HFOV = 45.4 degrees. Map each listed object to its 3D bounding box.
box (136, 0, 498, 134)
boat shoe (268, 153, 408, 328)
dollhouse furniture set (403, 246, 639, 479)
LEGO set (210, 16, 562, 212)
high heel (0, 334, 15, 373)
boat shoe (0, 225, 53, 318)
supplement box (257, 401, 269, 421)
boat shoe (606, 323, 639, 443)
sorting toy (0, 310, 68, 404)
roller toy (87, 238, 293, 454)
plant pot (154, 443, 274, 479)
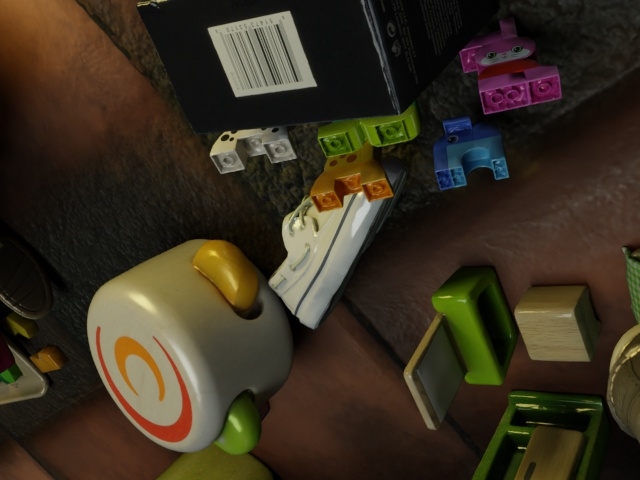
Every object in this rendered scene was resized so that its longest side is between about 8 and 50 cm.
[{"bbox_3d":[0.005,-0.144,0.474,0.156,0.158,0.093,1,125,36],"label":"box"},{"bbox_3d":[0.000,0.000,0.656,0.076,0.083,0.226,34,138,7],"label":"boat shoe"},{"bbox_3d":[0.229,0.126,0.544,0.301,0.151,0.197,-5,121,38],"label":"dollhouse furniture set"},{"bbox_3d":[0.048,-0.086,0.539,0.227,0.093,0.087,-10,138,16],"label":"LEGO set"},{"bbox_3d":[-0.523,0.032,1.072,0.127,0.181,0.377,24,113,39],"label":"high heel"},{"bbox_3d":[-0.423,0.028,1.015,0.190,0.068,0.072,53,150,1],"label":"boat shoe"},{"bbox_3d":[-0.098,0.182,0.913,0.055,0.043,0.083,14,132,26],"label":"supplement box"},{"bbox_3d":[0.338,0.112,0.427,0.335,0.095,0.112,5,108,12],"label":"boat shoe"},{"bbox_3d":[-0.533,0.167,1.220,0.307,0.041,0.229,-18,112,44],"label":"sorting toy"},{"bbox_3d":[-0.130,0.100,0.787,0.191,0.146,0.209,3,115,42],"label":"roller toy"},{"bbox_3d":[-0.172,0.413,1.005,0.276,0.254,0.276,20,135,22],"label":"plant pot"}]
